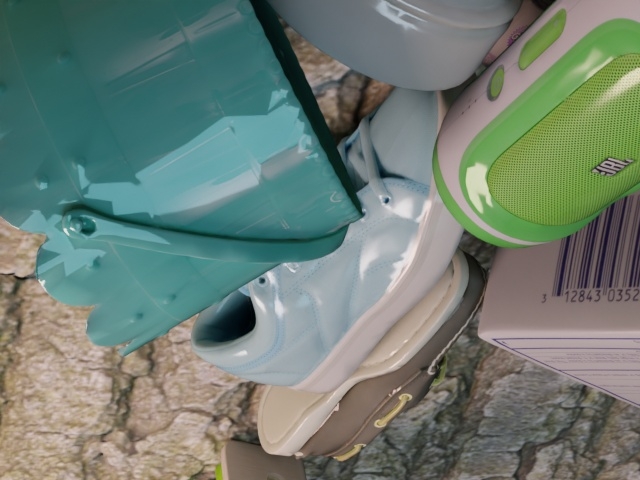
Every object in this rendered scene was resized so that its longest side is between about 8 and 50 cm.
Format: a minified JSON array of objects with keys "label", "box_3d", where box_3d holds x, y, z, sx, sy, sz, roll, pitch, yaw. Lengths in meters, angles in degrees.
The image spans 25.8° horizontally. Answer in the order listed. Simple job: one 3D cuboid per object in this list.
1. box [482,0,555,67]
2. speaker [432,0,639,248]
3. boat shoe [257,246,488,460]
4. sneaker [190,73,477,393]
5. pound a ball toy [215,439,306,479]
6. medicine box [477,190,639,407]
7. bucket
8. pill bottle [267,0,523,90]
[{"label":"box","box_3d":[0.241,-0.111,1.098,0.324,0.063,0.067,27,124,-35]},{"label":"speaker","box_3d":[0.180,-0.096,0.857,0.131,0.131,0.296,7,156,-20]},{"label":"boat shoe","box_3d":[0.056,0.103,1.252,0.091,0.109,0.305,17,135,-29]},{"label":"sneaker","box_3d":[0.000,0.000,1.106,0.150,0.135,0.366,8,133,-25]},{"label":"pound a ball toy","box_3d":[-0.029,0.339,1.320,0.135,0.319,0.208,19,128,-30]},{"label":"medicine box","box_3d":[0.327,0.050,1.137,0.289,0.149,0.263,23,163,-35]},{"label":"bucket","box_3d":[-0.102,-0.082,0.905,0.183,0.281,0.281,-25,136,5]},{"label":"pill bottle","box_3d":[0.108,-0.272,0.792,0.204,0.204,0.361,14,131,-26]}]
